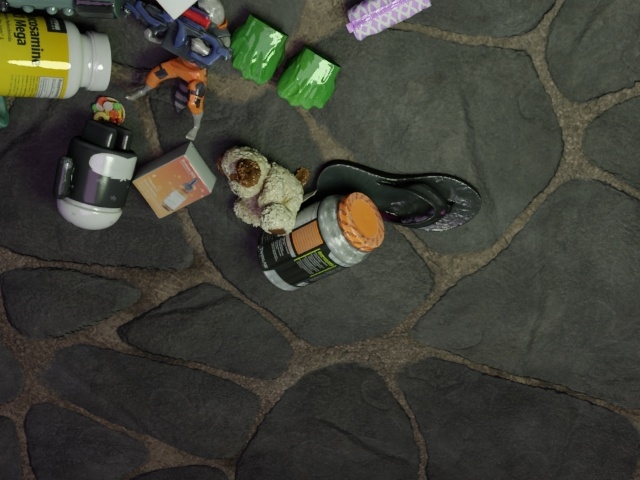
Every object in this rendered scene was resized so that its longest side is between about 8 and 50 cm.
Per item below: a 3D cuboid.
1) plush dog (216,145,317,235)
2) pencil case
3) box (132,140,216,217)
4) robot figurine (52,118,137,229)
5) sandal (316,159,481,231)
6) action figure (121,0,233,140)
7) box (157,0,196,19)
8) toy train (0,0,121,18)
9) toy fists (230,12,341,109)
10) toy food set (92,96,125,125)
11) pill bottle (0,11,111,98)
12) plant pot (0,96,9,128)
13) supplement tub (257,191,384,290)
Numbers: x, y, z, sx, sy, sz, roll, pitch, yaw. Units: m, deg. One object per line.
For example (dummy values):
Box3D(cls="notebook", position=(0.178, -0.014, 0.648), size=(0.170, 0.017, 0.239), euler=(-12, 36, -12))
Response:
Box3D(cls="plush dog", position=(-0.158, -0.157, 1.940), size=(0.225, 0.262, 0.210), euler=(40, 82, -30))
Box3D(cls="pencil case", position=(0.161, -0.541, 1.746), size=(0.206, 0.088, 0.086), euler=(-24, 115, 17))
Box3D(cls="box", position=(-0.388, -0.161, 2.000), size=(0.170, 0.091, 0.130), euler=(-25, 117, 17))
Box3D(cls="robot figurine", position=(-0.575, -0.166, 1.925), size=(0.209, 0.173, 0.278), euler=(12, 103, -25))
Box3D(cls="sandal", position=(0.207, -0.100, 1.998), size=(0.446, 0.107, 0.167), euler=(8, 121, -2))
Box3D(cls="action figure", position=(-0.345, -0.463, 1.814), size=(0.341, 0.178, 0.330), euler=(39, 113, 14))
Box3D(cls="box", position=(-0.284, -0.635, 1.560), size=(0.168, 0.345, 0.215), euler=(-34, 113, 21))
Box3D(cls="toy train", position=(-0.590, -0.600, 1.674), size=(0.334, 0.142, 0.190), euler=(1, 92, -8))
Box3D(cls="toy fists", position=(-0.093, -0.426, 1.827), size=(0.279, 0.096, 0.142), euler=(28, 108, -12))
Box3D(cls="toy food set", position=(-0.549, -0.333, 1.945), size=(0.083, 0.020, 0.082), euler=(5, 121, 0))
Box3D(cls="pill bottle", position=(-0.670, -0.427, 1.741), size=(0.334, 0.188, 0.188), euler=(-4, 126, -30))
Box3D(cls="plant pot", position=(-0.925, -0.330, 1.840), size=(0.255, 0.271, 0.271), euler=(-19, 119, -3))
Box3D(cls="supplement tub", position=(0.000, 0.000, 1.975), size=(0.316, 0.193, 0.193), euler=(-24, 119, 37))
